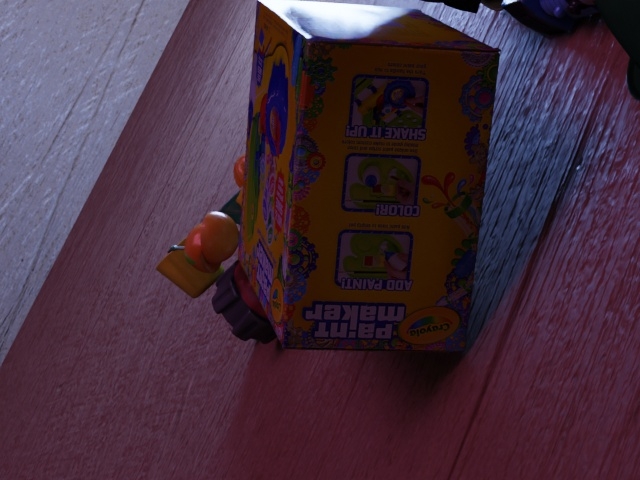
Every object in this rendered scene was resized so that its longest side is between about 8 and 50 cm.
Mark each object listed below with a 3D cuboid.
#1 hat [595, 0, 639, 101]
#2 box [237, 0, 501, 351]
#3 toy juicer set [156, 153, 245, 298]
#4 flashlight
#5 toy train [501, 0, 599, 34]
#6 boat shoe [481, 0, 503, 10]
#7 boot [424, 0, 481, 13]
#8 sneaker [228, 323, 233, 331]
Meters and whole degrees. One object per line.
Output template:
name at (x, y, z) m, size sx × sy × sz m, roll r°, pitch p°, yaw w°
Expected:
hat at (0.251, -0.236, 1.318) m, size 0.173 × 0.183 × 0.208 m, roll -59°, pitch 18°, yaw 0°
box at (0.035, -0.071, 1.476) m, size 0.290 × 0.177 × 0.279 m, roll -127°, pitch 40°, yaw -71°
toy juicer set at (-0.060, -0.077, 1.837) m, size 0.329 × 0.089 × 0.209 m, roll -42°, pitch -3°, yaw -15°
flashlight at (0.000, 0.000, 1.770) m, size 0.304 × 0.103 × 0.103 m, roll -41°, pitch 20°, yaw 33°
toy train at (0.253, -0.266, 1.540) m, size 0.105 × 0.080 × 0.184 m, roll -65°, pitch 15°, yaw -5°
boat shoe at (0.189, -0.288, 1.682) m, size 0.190 × 0.068 × 0.072 m, roll 82°, pitch -150°, yaw -73°
boot at (0.064, -0.383, 1.660) m, size 0.338 × 0.223 × 0.118 m, roll -90°, pitch 10°, yaw -47°
sneaker at (-0.064, 0.045, 1.912) m, size 0.161 × 0.057 × 0.075 m, roll -61°, pitch 12°, yaw -17°
